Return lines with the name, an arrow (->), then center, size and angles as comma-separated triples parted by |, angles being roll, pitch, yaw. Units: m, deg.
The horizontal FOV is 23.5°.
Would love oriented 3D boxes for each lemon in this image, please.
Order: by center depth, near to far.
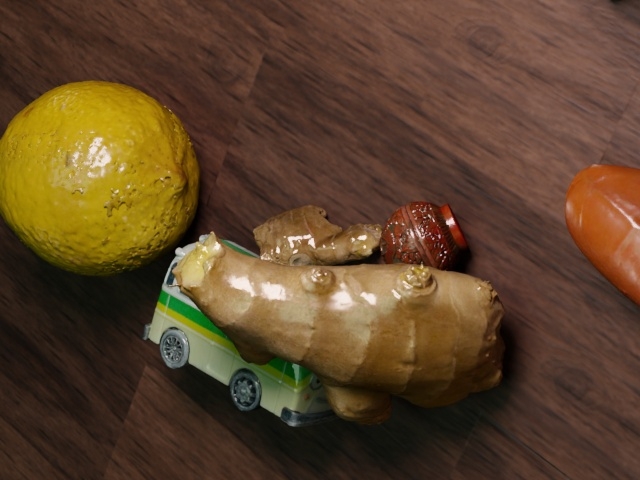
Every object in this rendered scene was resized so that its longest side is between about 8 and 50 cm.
lemon -> -0.299, -0.083, 2.038 | 0.310, 0.258, 0.258 | 17, 104, 40

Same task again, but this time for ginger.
ginger -> 0.026, 0.097, 1.771 | 0.375, 0.236, 0.166 | 15, 63, 17
ginger -> 0.001, -0.006, 1.916 | 0.165, 0.096, 0.067 | -4, 133, 15

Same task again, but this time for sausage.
sausage -> 0.357, 0.015, 1.582 | 0.258, 0.133, 0.133 | 43, 118, 29

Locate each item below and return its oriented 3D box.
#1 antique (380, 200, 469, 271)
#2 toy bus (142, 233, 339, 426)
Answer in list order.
antique -> 0.117, 0.003, 1.795 | 0.104, 0.104, 0.104 | 3, 95, 39
toy bus -> -0.078, 0.111, 1.939 | 0.276, 0.133, 0.165 | 25, 110, 35
